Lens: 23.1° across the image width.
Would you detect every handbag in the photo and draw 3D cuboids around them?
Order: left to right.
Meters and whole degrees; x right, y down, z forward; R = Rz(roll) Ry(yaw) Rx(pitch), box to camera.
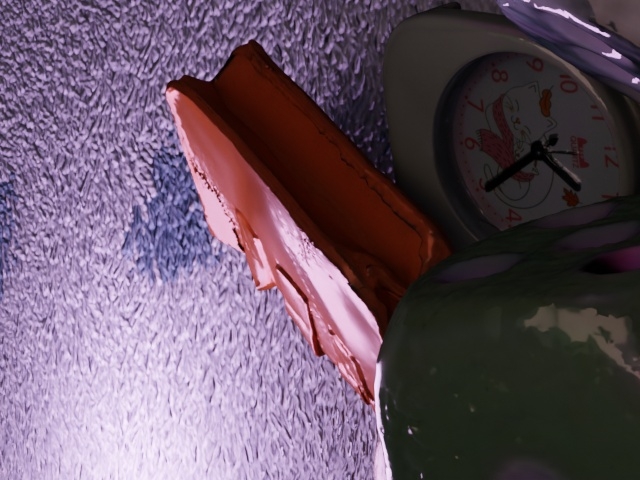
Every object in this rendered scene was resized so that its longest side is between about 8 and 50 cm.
[{"bbox_3d":[0.000,0.000,1.651,0.410,0.116,0.303,49,162,37],"label":"handbag"}]

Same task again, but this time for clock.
[{"bbox_3d":[0.214,-0.088,1.478,0.324,0.108,0.265,10,114,41],"label":"clock"}]

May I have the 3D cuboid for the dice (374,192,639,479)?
[{"bbox_3d":[0.261,0.143,1.245,0.318,0.330,0.322,-5,103,44],"label":"dice"}]

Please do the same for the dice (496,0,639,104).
[{"bbox_3d":[0.340,-0.244,1.165,0.330,0.328,0.348,24,93,24],"label":"dice"}]

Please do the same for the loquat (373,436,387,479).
[{"bbox_3d":[0.155,0.222,1.503,0.208,0.208,0.208,-3,86,47],"label":"loquat"}]
